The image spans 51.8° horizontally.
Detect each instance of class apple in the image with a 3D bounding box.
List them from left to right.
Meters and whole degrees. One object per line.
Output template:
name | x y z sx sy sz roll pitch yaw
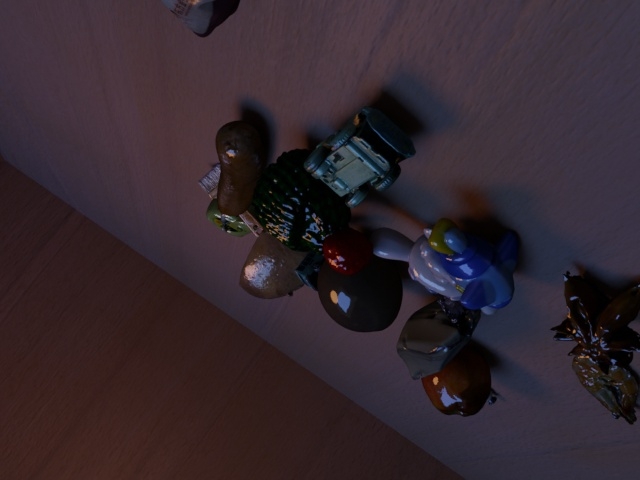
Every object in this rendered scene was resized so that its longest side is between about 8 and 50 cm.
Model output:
apple | 0.429 0.445 2.078 0.230 0.230 0.230 30 157 14

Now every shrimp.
shrimp | 0.766 0.389 1.722 0.154 0.062 0.294 -5 133 50

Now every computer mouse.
computer mouse | 0.320 0.263 1.889 0.145 0.228 0.429 43 161 5

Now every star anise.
star anise | 0.598 0.181 1.453 0.237 0.148 0.346 53 165 16

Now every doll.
doll | 0.323 0.070 1.544 0.376 0.187 0.365 10 171 -11

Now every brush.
brush | -0.271 -0.116 2.122 0.272 0.103 0.013 49 -160 -9

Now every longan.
longan | 0.109 0.125 1.908 0.300 0.243 0.300 162 90 -79

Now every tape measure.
tape measure | -0.295 -0.085 2.233 0.175 0.106 0.200 30 160 -17

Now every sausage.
sausage | -0.230 -0.193 1.885 0.123 0.136 0.501 52 161 10

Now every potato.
potato | -0.124 0.078 2.120 0.211 0.264 0.189 36 168 14

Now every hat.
hat | 0.010 -0.057 1.646 0.332 0.242 0.274 41 179 26

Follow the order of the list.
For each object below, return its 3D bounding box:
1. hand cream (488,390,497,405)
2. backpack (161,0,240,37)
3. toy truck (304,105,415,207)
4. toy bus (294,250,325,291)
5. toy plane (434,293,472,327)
hand cream | 0.513 0.488 2.304 0.234 0.050 0.080 39 158 3
backpack | -0.254 -0.540 1.149 0.317 0.197 0.283 46 158 -11
toy truck | 0.083 -0.186 1.420 0.155 0.156 0.279 40 157 -11
toy bus | -0.004 0.072 2.052 0.092 0.160 0.079 16 151 43
toy plane | 0.335 0.164 1.699 0.078 0.053 0.197 36 -166 -11
